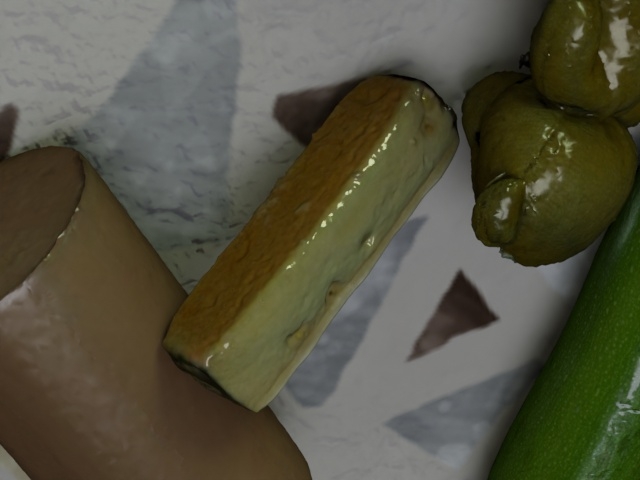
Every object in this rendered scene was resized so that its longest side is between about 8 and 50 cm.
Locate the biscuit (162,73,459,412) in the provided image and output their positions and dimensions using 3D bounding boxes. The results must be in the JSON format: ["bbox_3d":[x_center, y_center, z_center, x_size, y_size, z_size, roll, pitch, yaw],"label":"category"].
[{"bbox_3d":[0.000,0.000,0.907,0.188,0.052,0.056,-51,131,-18],"label":"biscuit"}]

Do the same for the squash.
[{"bbox_3d":[0.166,0.067,1.000,0.082,0.082,0.292,16,113,-17],"label":"squash"}]

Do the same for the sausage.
[{"bbox_3d":[-0.102,0.083,0.942,0.123,0.123,0.253,-30,120,7],"label":"sausage"}]

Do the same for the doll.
[{"bbox_3d":[0.127,-0.089,0.916,0.137,0.097,0.209,11,102,-60],"label":"doll"}]
